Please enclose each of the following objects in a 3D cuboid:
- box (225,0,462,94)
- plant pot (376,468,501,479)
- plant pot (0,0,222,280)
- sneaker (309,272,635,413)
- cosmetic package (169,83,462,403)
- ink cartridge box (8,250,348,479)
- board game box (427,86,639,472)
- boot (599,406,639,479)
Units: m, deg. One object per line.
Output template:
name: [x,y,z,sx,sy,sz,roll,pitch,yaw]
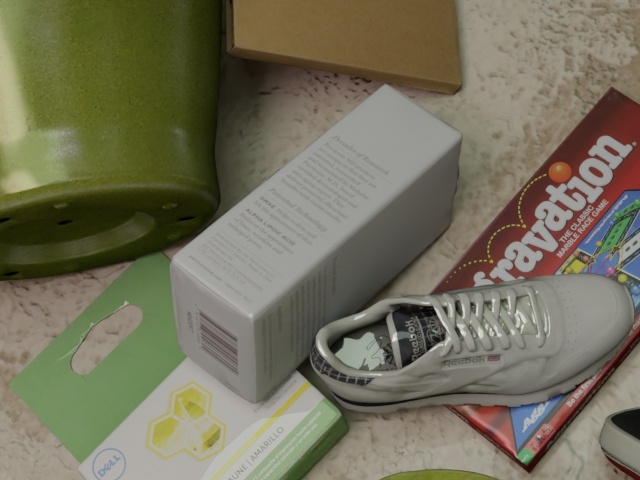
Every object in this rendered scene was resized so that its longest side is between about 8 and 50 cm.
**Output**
box: [0.018,-0.209,1.201,0.201,0.021,0.164,7,66,-23]
plant pot: [0.085,0.259,0.924,0.276,0.254,0.276,-4,68,10]
plant pot: [-0.227,-0.164,1.137,0.366,0.366,0.353,-13,77,6]
sneaker: [0.110,0.070,1.057,0.235,0.095,0.090,-15,65,4]
cosmetic package: [0.000,0.000,1.091,0.085,0.117,0.231,35,59,22]
ink cartridge box: [-0.118,0.122,1.133,0.171,0.056,0.235,-45,68,-9]
board game box: [0.191,0.024,1.125,0.145,0.027,0.281,37,79,24]
boot: [0.279,0.223,0.995,0.088,0.176,0.244,-14,24,-31]
